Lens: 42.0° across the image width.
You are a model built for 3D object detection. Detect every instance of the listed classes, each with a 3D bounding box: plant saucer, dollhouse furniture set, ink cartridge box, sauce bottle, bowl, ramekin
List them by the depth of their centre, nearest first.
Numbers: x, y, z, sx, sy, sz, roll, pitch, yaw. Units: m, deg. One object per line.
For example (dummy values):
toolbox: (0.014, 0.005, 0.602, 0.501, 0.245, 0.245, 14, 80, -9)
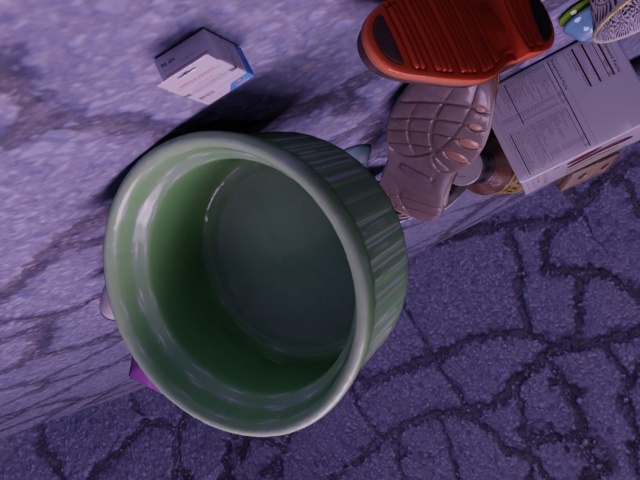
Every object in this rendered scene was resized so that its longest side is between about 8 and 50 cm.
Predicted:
ink cartridge box: (-0.091, -0.133, 0.634, 0.048, 0.028, 0.083, -28, 171, 16)
bowl: (0.330, -0.275, 0.822, 0.170, 0.080, 0.170, -26, 172, -4)
ramekin: (-0.058, 0.030, 0.854, 0.303, 0.303, 0.148, -31, 178, 32)
plant saucer: (0.023, -0.099, 1.194, 0.119, 0.021, 0.119, -25, 171, -4)
sauce bottle: (0.309, -0.135, 1.512, 0.111, 0.111, 0.344, -30, 171, 28)
dollhouse furniture set: (0.519, -0.214, 1.635, 0.129, 0.129, 0.183, -22, 156, -22)

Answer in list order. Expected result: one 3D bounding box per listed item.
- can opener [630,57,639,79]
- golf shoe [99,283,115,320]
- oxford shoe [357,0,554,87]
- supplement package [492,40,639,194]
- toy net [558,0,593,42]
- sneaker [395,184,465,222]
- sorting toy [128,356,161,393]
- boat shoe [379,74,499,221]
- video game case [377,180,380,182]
can opener: (0.506, -0.265, 1.497, 0.280, 0.074, 0.093, -25, -154, 9)
golf shoe: (-0.257, 0.045, 1.111, 0.198, 0.077, 0.094, -43, 160, 32)
oxford shoe: (0.115, -0.175, 0.773, 0.271, 0.097, 0.098, -17, 174, -45)
supplement package: (0.363, -0.183, 1.240, 0.203, 0.149, 0.194, -27, 171, 14)
toy net: (0.401, -0.305, 0.984, 0.232, 0.045, 0.122, -26, 170, -6)
sneaker: (0.193, -0.086, 1.575, 0.234, 0.078, 0.106, -20, 173, -20)
sorting toy: (-0.151, 0.059, 1.116, 0.365, 0.127, 0.126, -58, 165, -65)
boat shoe: (0.153, -0.145, 1.064, 0.116, 0.123, 0.324, -58, 176, -25)
video game case: (-0.026, -0.030, 1.359, 0.275, 0.035, 0.248, -25, 173, 33)
